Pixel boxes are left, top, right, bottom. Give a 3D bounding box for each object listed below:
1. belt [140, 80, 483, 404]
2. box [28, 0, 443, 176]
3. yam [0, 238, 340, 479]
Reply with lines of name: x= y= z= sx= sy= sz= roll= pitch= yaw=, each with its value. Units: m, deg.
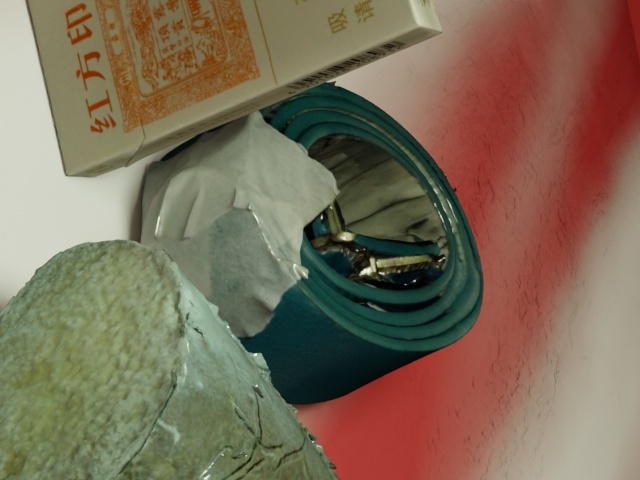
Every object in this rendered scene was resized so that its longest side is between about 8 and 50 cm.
belt: x=0.000 y=0.000 z=1.308 sx=0.436 sy=0.173 sz=0.300 roll=3 pitch=62 yaw=-62
box: x=-0.089 y=-0.204 z=1.081 sx=0.051 sy=0.365 sz=0.205 roll=0 pitch=74 yaw=-59
yam: x=-0.106 y=0.196 z=0.974 sx=0.348 sy=0.241 sz=0.241 roll=53 pitch=33 yaw=-32
